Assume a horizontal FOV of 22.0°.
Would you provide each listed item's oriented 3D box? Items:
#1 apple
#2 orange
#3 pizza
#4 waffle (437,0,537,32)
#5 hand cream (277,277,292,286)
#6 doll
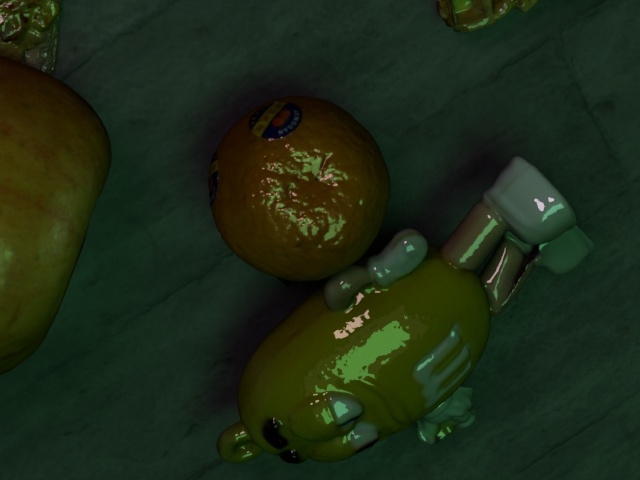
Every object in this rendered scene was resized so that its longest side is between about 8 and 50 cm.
[{"bbox_3d":[-0.332,-0.024,1.402,0.275,0.299,0.299,22,112,-2],"label":"apple"},{"bbox_3d":[-0.021,-0.049,1.580,0.177,0.178,0.155,-11,165,-16],"label":"orange"},{"bbox_3d":[-0.260,-0.191,1.480,0.123,0.026,0.108,-33,129,-2],"label":"pizza"},{"bbox_3d":[0.206,-0.304,1.584,0.211,0.055,0.160,-20,124,-11],"label":"waffle"},{"bbox_3d":[0.000,0.000,1.706,0.122,0.023,0.036,-40,130,9],"label":"hand cream"},{"bbox_3d":[0.112,0.086,1.730,0.348,0.161,0.423,10,121,-42],"label":"doll"}]
